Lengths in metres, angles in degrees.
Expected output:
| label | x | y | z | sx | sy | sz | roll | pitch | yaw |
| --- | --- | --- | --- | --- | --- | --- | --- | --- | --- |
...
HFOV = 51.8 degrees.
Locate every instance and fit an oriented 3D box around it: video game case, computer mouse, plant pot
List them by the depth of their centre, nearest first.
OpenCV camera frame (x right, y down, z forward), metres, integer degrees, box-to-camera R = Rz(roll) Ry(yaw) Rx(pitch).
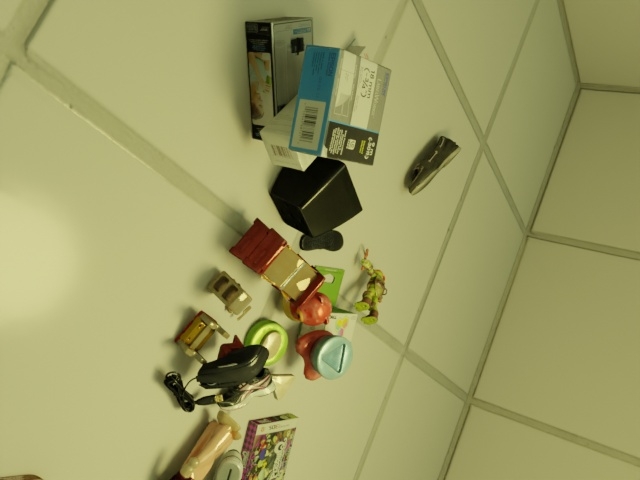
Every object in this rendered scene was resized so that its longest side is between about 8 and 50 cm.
| label | x | y | z | sx | sy | sz | roll | pitch | yaw |
| --- | --- | --- | --- | --- | --- | --- | --- | --- | --- |
| computer mouse | -0.241 | 0.356 | 1.629 | 0.262 | 0.060 | 0.184 | -17 | 139 | -11 |
| plant pot | -0.025 | -0.121 | 1.806 | 0.167 | 0.187 | 0.188 | -45 | 138 | -21 |
| video game case | -0.165 | 0.653 | 2.007 | 0.210 | 0.041 | 0.232 | 13 | 91 | -56 |

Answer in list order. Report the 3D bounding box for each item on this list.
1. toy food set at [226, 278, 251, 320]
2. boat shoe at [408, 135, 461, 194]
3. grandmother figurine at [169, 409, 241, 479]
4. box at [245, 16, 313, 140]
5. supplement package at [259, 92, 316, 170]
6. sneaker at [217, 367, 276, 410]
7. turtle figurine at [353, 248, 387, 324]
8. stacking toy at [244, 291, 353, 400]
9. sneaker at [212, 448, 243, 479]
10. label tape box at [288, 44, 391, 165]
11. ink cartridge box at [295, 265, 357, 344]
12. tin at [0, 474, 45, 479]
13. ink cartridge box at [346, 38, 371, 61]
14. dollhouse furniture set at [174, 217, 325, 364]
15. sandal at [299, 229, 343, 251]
| label | x | y | z | sx | sy | sz | roll | pitch | yaw |
| --- | --- | --- | --- | --- | --- | --- | --- | --- | --- |
| toy food set | -0.228 | 0.148 | 1.742 | 0.078 | 0.019 | 0.122 | -44 | 127 | -35 |
| boat shoe | 0.405 | -0.283 | 2.472 | 0.335 | 0.095 | 0.112 | -42 | 170 | -35 |
| grandmother figurine | -0.339 | 0.607 | 1.684 | 0.342 | 0.104 | 0.208 | -48 | 150 | -32 |
| box | -0.095 | -0.407 | 1.662 | 0.169 | 0.087 | 0.290 | -27 | 124 | -48 |
| supplement package | -0.045 | -0.271 | 1.614 | 0.179 | 0.105 | 0.105 | -51 | 139 | -30 |
| sneaker | -0.210 | 0.399 | 1.807 | 0.178 | 0.072 | 0.077 | -20 | 109 | -36 |
| turtle figurine | 0.184 | 0.178 | 2.254 | 0.217 | 0.087 | 0.270 | -70 | 155 | -43 |
| stacking toy | -0.046 | 0.307 | 1.877 | 0.279 | 0.130 | 0.309 | -37 | 118 | -24 |
| sneaker | -0.269 | 0.703 | 1.830 | 0.091 | 0.094 | 0.258 | -74 | -173 | -79 |
| label tape box | 0.080 | -0.310 | 1.588 | 0.333 | 0.105 | 0.241 | 0 | 103 | -54 |
| ink cartridge box | 0.037 | 0.221 | 2.092 | 0.188 | 0.097 | 0.255 | 11 | 94 | -57 |
| tin | -0.616 | 0.516 | 1.291 | 0.189 | 0.040 | 0.106 | 23 | 87 | -57 |
| ink cartridge box | 0.100 | -0.499 | 1.941 | 0.180 | 0.060 | 0.104 | -57 | 142 | -26 |
| dollhouse furniture set | -0.190 | 0.154 | 1.689 | 0.374 | 0.152 | 0.201 | -49 | 132 | -6 |
| sandal | 0.000 | 0.000 | 2.014 | 0.179 | 0.040 | 0.067 | -1 | 98 | -41 |
